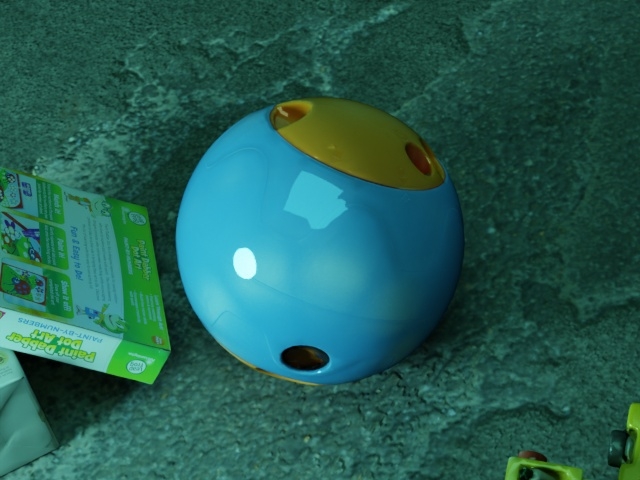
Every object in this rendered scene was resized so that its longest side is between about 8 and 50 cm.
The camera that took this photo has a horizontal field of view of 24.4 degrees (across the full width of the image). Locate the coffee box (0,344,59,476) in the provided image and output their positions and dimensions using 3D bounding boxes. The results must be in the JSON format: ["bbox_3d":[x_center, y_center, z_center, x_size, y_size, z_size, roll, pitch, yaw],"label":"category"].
[{"bbox_3d":[-0.375,0.111,1.532,0.098,0.141,0.246,-26,54,-13],"label":"coffee box"}]

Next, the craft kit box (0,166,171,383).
[{"bbox_3d":[-0.287,0.022,1.531,0.246,0.061,0.250,15,32,-23],"label":"craft kit box"}]

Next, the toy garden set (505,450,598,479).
[{"bbox_3d":[0.248,0.287,1.263,0.244,0.049,0.204,6,61,18],"label":"toy garden set"}]

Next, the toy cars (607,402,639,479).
[{"bbox_3d":[0.356,0.325,1.300,0.176,0.087,0.394,-27,56,-7],"label":"toy cars"}]

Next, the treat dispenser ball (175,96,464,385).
[{"bbox_3d":[0.000,0.000,1.472,0.288,0.288,0.288,-4,51,5],"label":"treat dispenser ball"}]
